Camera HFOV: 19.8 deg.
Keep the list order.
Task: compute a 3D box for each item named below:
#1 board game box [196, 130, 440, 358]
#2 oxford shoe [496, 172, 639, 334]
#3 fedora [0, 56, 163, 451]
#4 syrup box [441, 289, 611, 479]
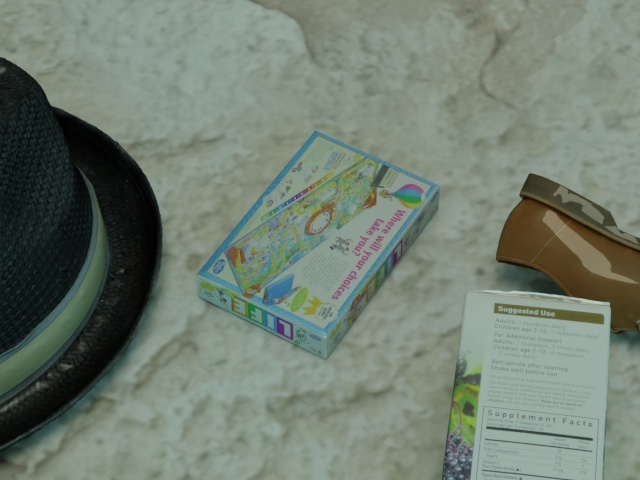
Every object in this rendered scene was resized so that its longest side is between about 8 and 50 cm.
[{"bbox_3d":[0.000,0.000,1.258,0.103,0.026,0.154,25,56,20],"label":"board game box"},{"bbox_3d":[0.214,0.037,1.212,0.212,0.076,0.076,28,87,19],"label":"oxford shoe"},{"bbox_3d":[-0.265,-0.012,1.193,0.334,0.152,0.334,0,51,1],"label":"fedora"},{"bbox_3d":[0.120,0.151,1.090,0.096,0.093,0.237,5,51,6],"label":"syrup box"}]
